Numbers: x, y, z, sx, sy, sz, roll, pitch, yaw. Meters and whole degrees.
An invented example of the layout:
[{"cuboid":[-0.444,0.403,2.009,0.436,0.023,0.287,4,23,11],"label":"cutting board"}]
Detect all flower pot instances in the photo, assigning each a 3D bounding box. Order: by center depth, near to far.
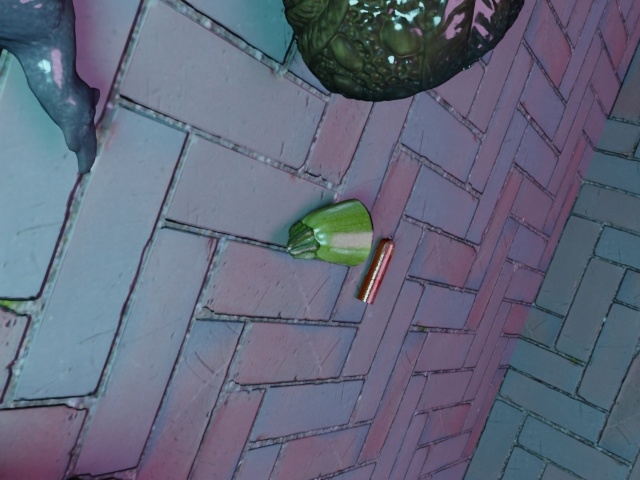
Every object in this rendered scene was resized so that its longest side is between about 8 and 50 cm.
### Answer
[{"cuboid":[0.052,-0.327,0.650,0.266,0.267,0.267,-54,134,-18],"label":"flower pot"}]

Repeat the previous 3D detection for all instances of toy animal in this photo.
[{"cuboid":[-0.254,-0.215,0.433,0.367,0.081,0.205,37,77,-52],"label":"toy animal"}]

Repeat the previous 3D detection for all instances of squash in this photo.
[{"cuboid":[-0.004,-0.008,0.913,0.132,0.105,0.105,-5,114,-33],"label":"squash"}]

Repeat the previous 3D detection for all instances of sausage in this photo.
[{"cuboid":[0.103,0.050,1.125,0.034,0.034,0.129,20,92,-56],"label":"sausage"}]

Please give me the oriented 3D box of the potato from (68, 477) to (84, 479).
[{"cuboid":[-0.242,0.449,0.683,0.269,0.255,0.112,-62,145,-8],"label":"potato"}]
